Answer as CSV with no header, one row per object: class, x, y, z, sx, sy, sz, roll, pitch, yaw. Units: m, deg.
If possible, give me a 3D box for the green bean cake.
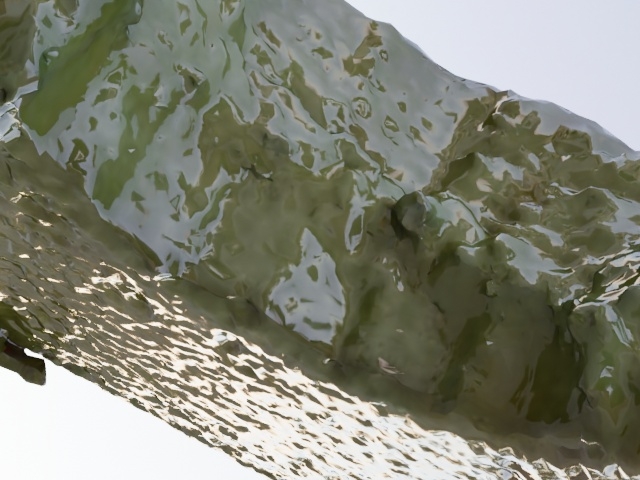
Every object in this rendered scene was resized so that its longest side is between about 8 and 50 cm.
green bean cake,0.000,0.000,0.441,0.124,0.236,0.233,-63,-176,-25
